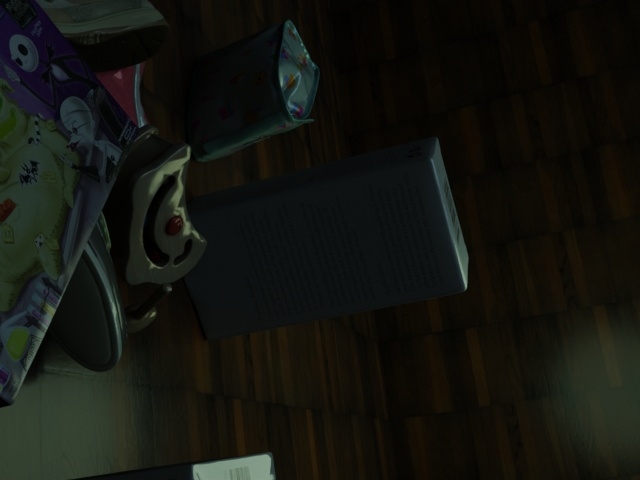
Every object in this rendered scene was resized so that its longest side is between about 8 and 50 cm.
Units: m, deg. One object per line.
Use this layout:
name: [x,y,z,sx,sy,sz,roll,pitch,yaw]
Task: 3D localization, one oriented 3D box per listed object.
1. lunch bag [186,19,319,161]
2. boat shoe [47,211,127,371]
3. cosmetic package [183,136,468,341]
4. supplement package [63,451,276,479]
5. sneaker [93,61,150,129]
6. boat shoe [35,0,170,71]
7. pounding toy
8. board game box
lunch bag: [-0.131,-0.266,1.492,0.160,0.223,0.262,55,27,-38]
boat shoe: [-0.294,0.006,0.926,0.091,0.109,0.305,-51,123,-65]
cosmetic package: [0.000,0.000,1.321,0.161,0.452,0.230,-60,136,-68]
supplement package: [-0.188,0.327,0.764,0.199,0.262,0.198,33,46,-69]
sneaker: [-0.302,-0.215,1.058,0.136,0.115,0.314,-18,96,-73]
boat shoe: [-0.323,-0.255,0.947,0.302,0.109,0.098,-27,78,-45]
pounding toy: [-0.203,-0.004,1.058,0.154,0.154,0.270,-26,136,-49]
board game box: [-0.277,-0.058,0.665,0.208,0.056,0.347,50,33,-35]
